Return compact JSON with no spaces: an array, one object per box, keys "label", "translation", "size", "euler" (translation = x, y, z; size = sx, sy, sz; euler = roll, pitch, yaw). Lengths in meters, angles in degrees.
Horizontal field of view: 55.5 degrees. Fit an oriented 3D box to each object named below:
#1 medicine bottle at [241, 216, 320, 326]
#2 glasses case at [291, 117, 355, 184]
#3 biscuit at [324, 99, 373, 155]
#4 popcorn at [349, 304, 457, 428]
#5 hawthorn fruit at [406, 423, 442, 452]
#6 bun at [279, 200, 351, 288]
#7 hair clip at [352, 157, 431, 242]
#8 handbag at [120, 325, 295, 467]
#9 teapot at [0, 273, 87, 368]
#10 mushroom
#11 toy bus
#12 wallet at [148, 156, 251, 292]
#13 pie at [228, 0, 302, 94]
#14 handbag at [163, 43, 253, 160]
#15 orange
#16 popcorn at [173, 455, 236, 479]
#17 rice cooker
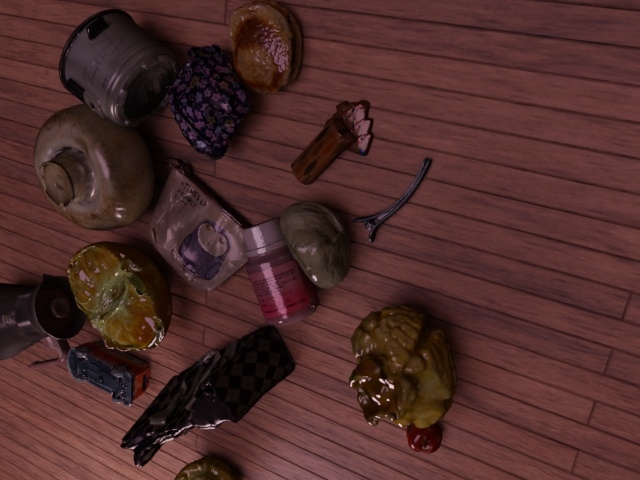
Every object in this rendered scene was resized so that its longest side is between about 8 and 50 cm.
[{"label":"medicine bottle","translation":[-0.103,0.074,1.470],"size":[0.147,0.147,0.247],"euler":[-17,95,31]},{"label":"glasses case","translation":[-0.001,-0.198,1.380],"size":[0.064,0.041,0.170],"euler":[53,130,6]},{"label":"biscuit","translation":[0.073,-0.247,1.351],"size":[0.119,0.019,0.130],"euler":[-28,91,32]},{"label":"popcorn","translation":[0.176,0.276,1.327],"size":[0.224,0.270,0.258],"euler":[-24,48,28]},{"label":"hawthorn fruit","translation":[0.241,0.461,1.425],"size":[0.093,0.093,0.093],"euler":[8,108,27]},{"label":"bun","translation":[0.000,0.000,1.392],"size":[0.126,0.204,0.212],"euler":[-28,126,8]},{"label":"hair clip","translation":[0.169,-0.091,1.339],"size":[0.229,0.039,0.070],"euler":[-44,82,26]},{"label":"handbag","translation":[-0.303,0.414,1.577],"size":[0.416,0.317,0.180],"euler":[-31,95,32]},{"label":"teapot","translation":[-0.930,0.260,1.923],"size":[0.344,0.253,0.300],"euler":[-13,100,26]},{"label":"mushroom","translation":[-0.599,-0.182,1.597],"size":[0.352,0.260,0.352],"euler":[14,118,27]},{"label":"toy bus","translation":[-0.652,0.398,1.877],"size":[0.265,0.120,0.121],"euler":[18,112,23]},{"label":"wallet","translation":[-0.328,-0.026,1.607],"size":[0.335,0.068,0.275],"euler":[42,118,10]},{"label":"pie","translation":[-0.131,-0.433,1.370],"size":[0.179,0.084,0.205],"euler":[4,109,28]},{"label":"handbag","translation":[-0.264,-0.323,1.445],"size":[0.228,0.127,0.208],"euler":[56,138,11]},{"label":"orange","translation":[-0.539,0.145,1.700],"size":[0.334,0.196,0.262],"euler":[44,135,16]},{"label":"popcorn","translation":[-0.340,0.752,1.780],"size":[0.204,0.184,0.221],"euler":[-3,90,16]},{"label":"rice cooker","translation":[-0.495,-0.422,1.484],"size":[0.227,0.241,0.280],"euler":[39,164,9]}]
